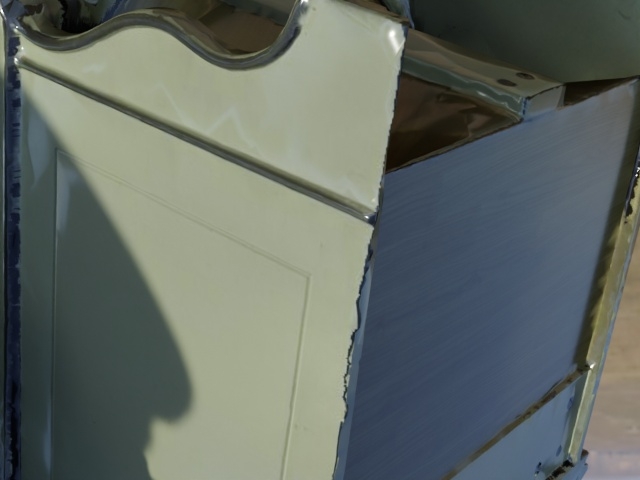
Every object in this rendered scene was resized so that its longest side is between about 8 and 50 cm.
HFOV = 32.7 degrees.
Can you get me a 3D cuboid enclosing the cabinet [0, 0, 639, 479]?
[{"bbox_3d":[0.000,0.000,0.533,0.227,0.318,0.290,25,-149,32],"label":"cabinet"}]
